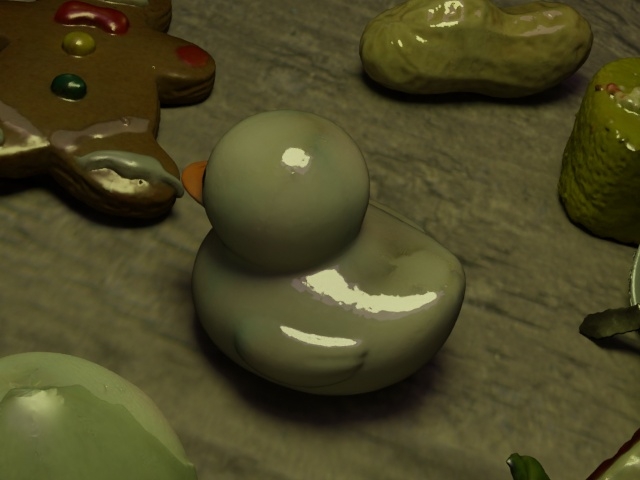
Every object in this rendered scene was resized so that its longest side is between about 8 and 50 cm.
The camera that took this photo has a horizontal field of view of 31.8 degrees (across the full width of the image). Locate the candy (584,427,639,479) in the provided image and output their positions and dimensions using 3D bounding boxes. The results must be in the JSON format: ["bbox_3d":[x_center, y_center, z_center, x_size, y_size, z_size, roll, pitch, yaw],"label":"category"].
[{"bbox_3d":[0.206,0.220,0.658,0.321,0.135,0.179,-43,72,-3],"label":"candy"}]

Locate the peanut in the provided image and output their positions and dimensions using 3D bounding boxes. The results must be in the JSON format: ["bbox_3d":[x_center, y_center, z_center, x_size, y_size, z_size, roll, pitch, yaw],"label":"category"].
[{"bbox_3d":[0.180,-0.226,1.266,0.275,0.125,0.111,-3,41,-15],"label":"peanut"}]

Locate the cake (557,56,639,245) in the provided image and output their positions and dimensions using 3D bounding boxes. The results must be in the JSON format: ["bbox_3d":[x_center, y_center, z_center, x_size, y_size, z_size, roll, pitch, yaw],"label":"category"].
[{"bbox_3d":[0.385,-0.085,1.145,0.261,0.156,0.179,13,48,-1],"label":"cake"}]

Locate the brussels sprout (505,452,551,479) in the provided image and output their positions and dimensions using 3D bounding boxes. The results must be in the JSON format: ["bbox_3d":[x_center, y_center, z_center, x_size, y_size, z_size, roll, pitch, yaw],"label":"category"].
[{"bbox_3d":[0.192,0.234,0.787,0.139,0.100,0.181,-15,36,-42],"label":"brussels sprout"}]

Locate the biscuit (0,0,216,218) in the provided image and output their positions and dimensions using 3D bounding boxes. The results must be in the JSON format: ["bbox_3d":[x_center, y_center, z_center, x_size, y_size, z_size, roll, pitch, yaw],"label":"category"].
[{"bbox_3d":[-0.248,-0.196,1.164,0.283,0.064,0.432,13,39,-5],"label":"biscuit"}]

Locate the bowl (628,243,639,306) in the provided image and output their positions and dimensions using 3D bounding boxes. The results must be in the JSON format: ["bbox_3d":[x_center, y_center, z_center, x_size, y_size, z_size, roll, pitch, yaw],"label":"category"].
[{"bbox_3d":[0.387,0.042,1.024,0.086,0.189,0.189,33,20,-46],"label":"bowl"}]

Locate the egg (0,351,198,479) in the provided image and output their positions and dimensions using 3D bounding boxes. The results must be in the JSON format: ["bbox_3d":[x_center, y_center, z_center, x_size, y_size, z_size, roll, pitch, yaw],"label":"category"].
[{"bbox_3d":[-0.165,0.162,0.690,0.183,0.217,0.183,4,42,-4],"label":"egg"}]

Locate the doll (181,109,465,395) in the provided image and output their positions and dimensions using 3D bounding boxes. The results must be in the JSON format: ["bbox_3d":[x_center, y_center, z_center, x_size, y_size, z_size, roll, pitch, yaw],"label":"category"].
[{"bbox_3d":[0.000,0.000,0.913,0.251,0.221,0.221,24,43,13],"label":"doll"}]

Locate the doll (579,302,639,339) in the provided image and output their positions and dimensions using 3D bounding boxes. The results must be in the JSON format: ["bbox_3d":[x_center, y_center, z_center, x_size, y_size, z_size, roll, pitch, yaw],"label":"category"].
[{"bbox_3d":[0.312,0.079,0.917,0.091,0.202,0.285,25,37,-11],"label":"doll"}]
